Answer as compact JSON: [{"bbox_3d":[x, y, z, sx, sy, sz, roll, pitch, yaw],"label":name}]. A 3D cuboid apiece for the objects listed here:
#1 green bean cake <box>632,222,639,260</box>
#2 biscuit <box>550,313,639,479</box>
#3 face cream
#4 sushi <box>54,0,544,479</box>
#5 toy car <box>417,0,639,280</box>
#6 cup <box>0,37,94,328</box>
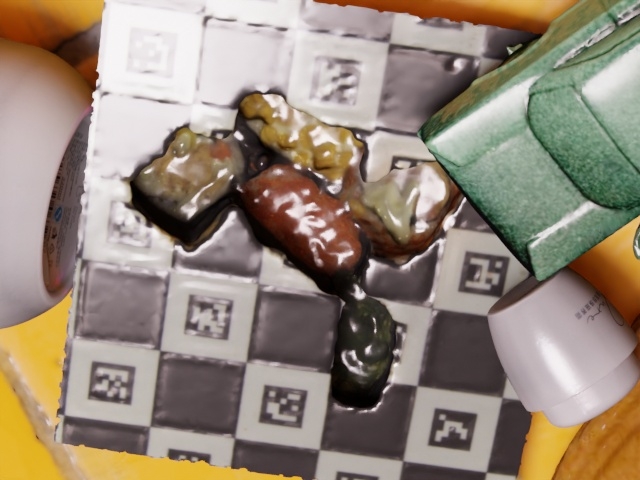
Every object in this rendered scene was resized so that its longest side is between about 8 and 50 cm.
[{"bbox_3d":[0.327,0.035,1.073,0.193,0.107,0.208,-29,85,11],"label":"green bean cake"},{"bbox_3d":[0.366,0.230,1.212,0.349,0.078,0.455,-31,102,19],"label":"biscuit"},{"bbox_3d":[0.166,0.072,1.144,0.091,0.091,0.095,-33,95,24],"label":"face cream"},{"bbox_3d":[0.000,0.000,1.197,0.343,0.064,0.359,8,110,-3],"label":"sushi"},{"bbox_3d":[0.228,-0.106,1.065,0.320,0.097,0.141,-36,107,18],"label":"toy car"},{"bbox_3d":[-0.321,-0.060,1.177,0.317,0.212,0.212,13,115,8],"label":"cup"}]
